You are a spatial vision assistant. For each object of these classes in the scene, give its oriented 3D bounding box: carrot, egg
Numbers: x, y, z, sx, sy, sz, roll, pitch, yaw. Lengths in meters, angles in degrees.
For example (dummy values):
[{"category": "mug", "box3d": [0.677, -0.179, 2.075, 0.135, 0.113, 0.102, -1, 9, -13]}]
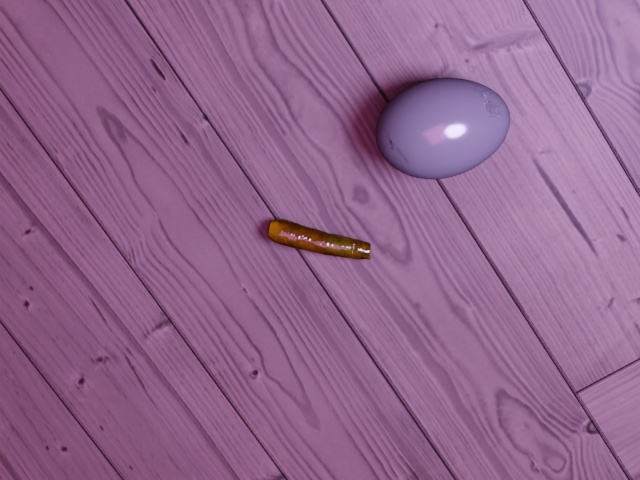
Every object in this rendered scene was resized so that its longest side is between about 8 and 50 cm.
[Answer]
[{"category": "carrot", "box3d": [0.000, 0.000, 1.626, 0.170, 0.042, 0.042, 12, 108, -2]}, {"category": "egg", "box3d": [0.179, -0.164, 1.502, 0.198, 0.146, 0.147, -8, 107, -1]}]
